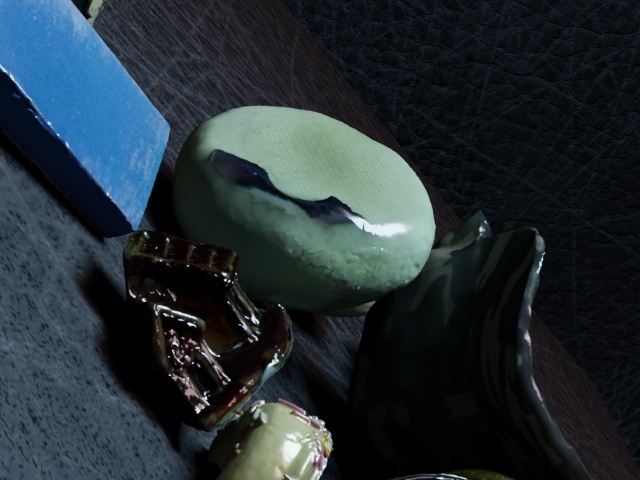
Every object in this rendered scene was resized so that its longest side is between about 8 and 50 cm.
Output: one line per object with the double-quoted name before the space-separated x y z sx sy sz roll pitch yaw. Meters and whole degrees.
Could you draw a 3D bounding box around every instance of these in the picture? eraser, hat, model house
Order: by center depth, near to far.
"model house" -0.106 0.060 1.206 0.152 0.106 0.165 54 7 -14
"eraser" -0.240 -0.151 1.253 0.312 0.043 0.144 53 33 -36
"hat" 0.129 0.149 1.447 0.382 0.257 0.366 24 52 -76

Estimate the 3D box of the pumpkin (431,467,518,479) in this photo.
"pumpkin" 0.176 0.322 1.289 0.325 0.242 0.232 57 19 -11

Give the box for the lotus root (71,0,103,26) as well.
"lotus root" -0.262 -0.266 1.340 0.170 0.260 0.074 22 18 -5

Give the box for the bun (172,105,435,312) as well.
"bun" -0.028 -0.013 1.540 0.283 0.179 0.283 15 28 -8

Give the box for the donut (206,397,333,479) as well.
"donut" -0.046 0.173 1.136 0.065 0.108 0.166 41 17 -9

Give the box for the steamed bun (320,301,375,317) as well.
"steamed bun" 0.000 0.000 1.754 0.177 0.131 0.228 39 21 -49

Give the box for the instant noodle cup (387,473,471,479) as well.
"instant noodle cup" 0.072 0.293 0.889 0.296 0.296 0.214 48 6 -32
